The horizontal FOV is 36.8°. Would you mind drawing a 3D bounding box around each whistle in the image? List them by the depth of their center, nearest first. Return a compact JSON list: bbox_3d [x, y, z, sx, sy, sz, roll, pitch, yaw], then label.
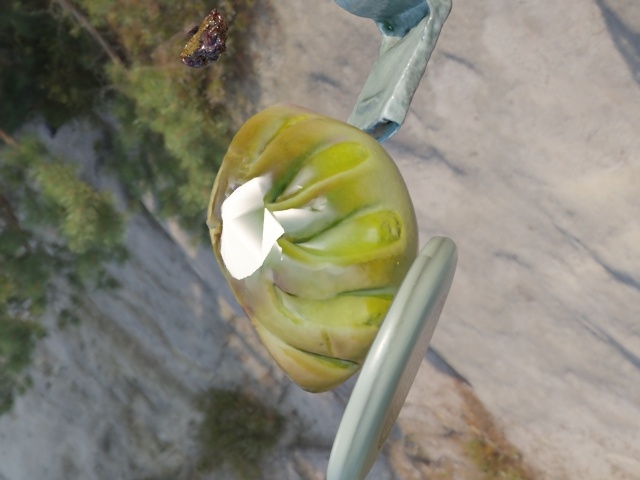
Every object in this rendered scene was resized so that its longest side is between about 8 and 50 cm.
[{"bbox_3d":[0.113,-0.338,1.314,0.168,0.188,0.405,176,87,-69],"label":"whistle"}]

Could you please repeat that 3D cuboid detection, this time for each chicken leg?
[{"bbox_3d":[-0.126,-0.212,1.028,0.037,0.062,0.145,15,177,-20],"label":"chicken leg"}]

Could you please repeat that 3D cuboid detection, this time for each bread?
[{"bbox_3d":[0.002,-0.014,0.847,0.261,0.156,0.158,65,-163,18],"label":"bread"}]

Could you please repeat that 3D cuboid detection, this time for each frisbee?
[{"bbox_3d":[0.030,0.050,0.381,0.014,0.110,0.110,22,146,12],"label":"frisbee"}]
